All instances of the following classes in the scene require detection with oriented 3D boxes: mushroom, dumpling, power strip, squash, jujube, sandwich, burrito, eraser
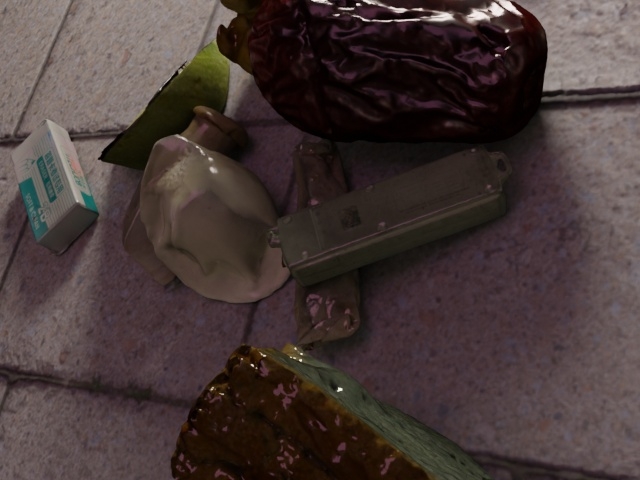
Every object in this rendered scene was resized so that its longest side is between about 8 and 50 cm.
[{"bbox_3d":[-0.190,-0.066,1.253,0.108,0.096,0.246,16,74,42],"label":"mushroom"},{"bbox_3d":[-0.141,-0.021,1.168,0.166,0.216,0.126,-47,16,15],"label":"dumpling"},{"bbox_3d":[0.077,-0.027,1.019,0.272,0.052,0.078,-20,55,7],"label":"power strip"},{"bbox_3d":[-0.230,-0.197,1.322,0.237,0.155,0.204,-48,49,6],"label":"squash"},{"bbox_3d":[0.089,-0.208,1.067,0.342,0.216,0.216,15,75,33],"label":"jujube"},{"bbox_3d":[0.032,0.202,0.806,0.262,0.325,0.131,34,88,8],"label":"sandwich"},{"bbox_3d":[0.000,0.000,1.099,0.082,0.059,0.275,-16,57,17],"label":"burrito"},{"bbox_3d":[-0.416,-0.087,1.464,0.095,0.052,0.225,-42,47,12],"label":"eraser"}]

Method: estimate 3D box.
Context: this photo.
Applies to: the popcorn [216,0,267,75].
[{"bbox_3d":[-0.052,-0.377,1.232,0.225,0.265,0.332,26,108,15],"label":"popcorn"}]
